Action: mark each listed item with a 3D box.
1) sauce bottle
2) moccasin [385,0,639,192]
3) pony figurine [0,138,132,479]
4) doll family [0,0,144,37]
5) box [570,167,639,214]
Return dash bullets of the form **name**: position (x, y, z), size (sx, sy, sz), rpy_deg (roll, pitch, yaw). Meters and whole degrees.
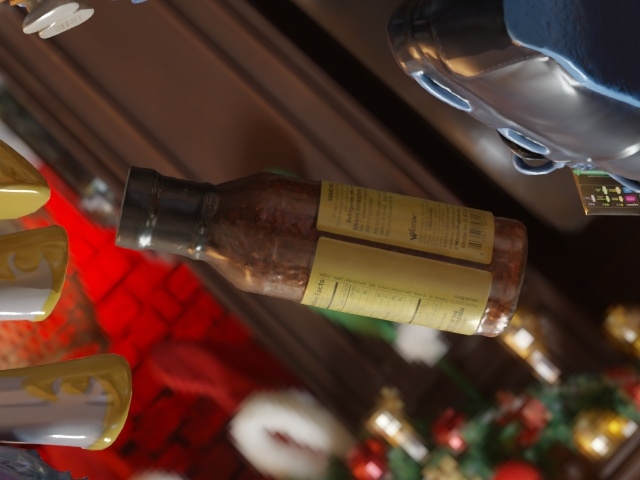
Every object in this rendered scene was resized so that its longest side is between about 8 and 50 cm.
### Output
- **sauce bottle**: position (0.000, 0.000, 0.626), size (0.042, 0.128, 0.042), rpy_deg (-167, -90, -86)
- **moccasin**: position (0.143, -0.108, 1.122), size (0.116, 0.138, 0.342), rpy_deg (-7, 165, 26)
- **pony figurine**: position (-0.268, 0.058, 0.818), size (0.363, 0.351, 0.303), rpy_deg (18, 140, -26)
- **doll family**: position (-0.185, -0.201, 1.062), size (0.118, 0.163, 0.263), rpy_deg (-28, 173, 9)
- **box**: position (0.218, -0.068, 1.458), size (0.062, 0.052, 0.083), rpy_deg (-55, 134, -40)
